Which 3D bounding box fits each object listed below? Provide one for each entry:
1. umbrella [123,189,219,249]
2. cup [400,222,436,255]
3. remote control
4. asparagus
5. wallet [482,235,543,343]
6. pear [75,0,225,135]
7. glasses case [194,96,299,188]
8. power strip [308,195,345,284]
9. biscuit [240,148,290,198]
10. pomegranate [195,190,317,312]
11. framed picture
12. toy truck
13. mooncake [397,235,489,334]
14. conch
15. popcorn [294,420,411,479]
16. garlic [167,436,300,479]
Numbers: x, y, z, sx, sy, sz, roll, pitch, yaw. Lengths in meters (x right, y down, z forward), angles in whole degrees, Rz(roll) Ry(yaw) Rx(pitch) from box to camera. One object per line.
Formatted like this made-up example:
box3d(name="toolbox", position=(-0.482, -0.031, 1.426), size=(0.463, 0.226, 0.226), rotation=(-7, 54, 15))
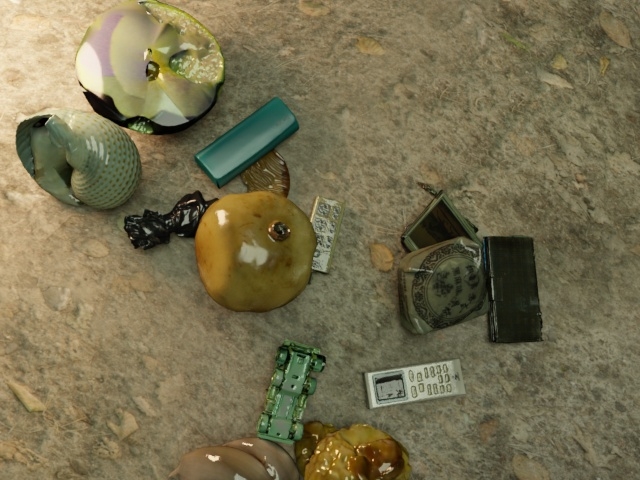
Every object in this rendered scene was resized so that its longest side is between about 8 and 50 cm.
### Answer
box3d(name="umbrella", position=(-0.401, -0.052, 1.904), size=(0.272, 0.110, 0.122), rotation=(-21, 81, -16))
box3d(name="cup", position=(0.281, -0.006, 2.000), size=(0.077, 0.078, 0.100), rotation=(-27, 101, -17))
box3d(name="remote control", position=(0.261, 0.400, 1.923), size=(0.277, 0.055, 0.103), rotation=(-6, 78, -10))
box3d(name="asparagus", position=(0.383, -0.101, 2.068), size=(0.233, 0.023, 0.022), rotation=(42, 31, 2))
box3d(name="wallet", position=(0.565, 0.141, 2.026), size=(0.169, 0.044, 0.317), rotation=(0, 80, -16))
box3d(name="pear", position=(-0.468, -0.462, 1.945), size=(0.398, 0.165, 0.399), rotation=(2, 78, -8))
box3d(name="glasses case", position=(-0.208, -0.285, 1.968), size=(0.301, 0.070, 0.117), rotation=(-40, 81, -17))
box3d(name="power strip", position=(0.000, 0.000, 1.981), size=(0.092, 0.034, 0.268), rotation=(16, 76, -5))
box3d(name="biscuit", position=(-0.183, -0.197, 1.999), size=(0.228, 0.031, 0.176), rotation=(35, 74, 0))
box3d(name="pomegranate", position=(-0.173, 0.027, 1.812), size=(0.332, 0.332, 0.333), rotation=(2, 78, -8))
box3d(name="framed picture", position=(0.364, 0.010, 1.991), size=(0.197, 0.014, 0.252), rotation=(-47, 113, -14))
box3d(name="toy truck", position=(-0.088, 0.402, 1.836), size=(0.128, 0.135, 0.260), rotation=(17, 80, -15))
box3d(name="mooncake", position=(0.339, 0.129, 1.914), size=(0.250, 0.136, 0.254), rotation=(-17, 108, -16))
box3d(name="conch", position=(-0.631, -0.236, 1.827), size=(0.302, 0.319, 0.215), rotation=(5, 43, 20))
box3d(name="popcorn", position=(0.069, 0.593, 1.768), size=(0.332, 0.225, 0.265), rotation=(21, 30, 25))
box3d(name="garlic", position=(-0.212, 0.610, 1.771), size=(0.340, 0.231, 0.246), rotation=(20, 120, 12))
